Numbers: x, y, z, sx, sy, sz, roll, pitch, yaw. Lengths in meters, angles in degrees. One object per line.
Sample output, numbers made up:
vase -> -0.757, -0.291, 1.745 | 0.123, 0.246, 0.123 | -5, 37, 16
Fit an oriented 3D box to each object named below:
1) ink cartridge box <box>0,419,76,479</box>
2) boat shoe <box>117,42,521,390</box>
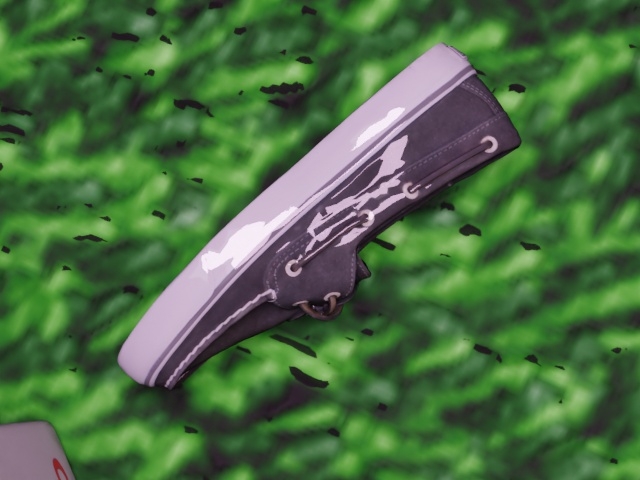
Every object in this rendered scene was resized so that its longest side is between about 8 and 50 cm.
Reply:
ink cartridge box -> -0.103, 0.128, 0.396 | 0.086, 0.203, 0.148 | -23, 85, 3
boat shoe -> 0.000, 0.000, 0.469 | 0.142, 0.049, 0.040 | -43, 83, 0
